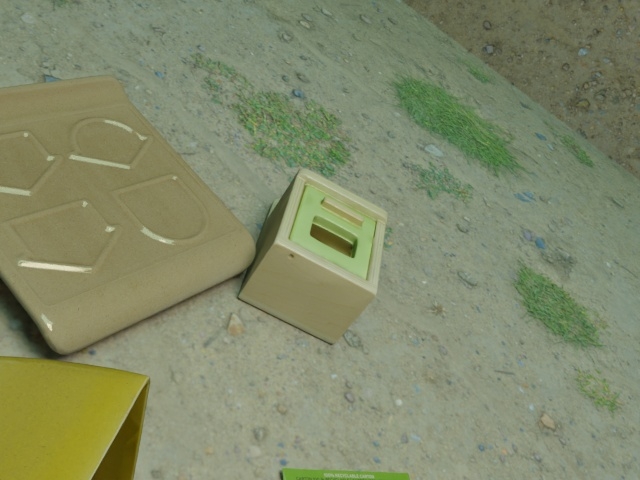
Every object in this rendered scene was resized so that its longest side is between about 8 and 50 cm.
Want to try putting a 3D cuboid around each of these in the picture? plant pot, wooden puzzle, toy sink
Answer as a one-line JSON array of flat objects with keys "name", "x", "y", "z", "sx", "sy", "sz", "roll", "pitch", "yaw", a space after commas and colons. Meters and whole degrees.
[{"name": "plant pot", "x": -0.267, "y": 0.208, "z": 0.520, "sx": 0.187, "sy": 0.212, "sz": 0.212, "roll": 20, "pitch": 38, "yaw": 1}, {"name": "wooden puzzle", "x": -0.294, "y": -0.046, "z": 0.870, "sx": 0.348, "sy": 0.080, "sz": 0.322, "roll": 50, "pitch": 40, "yaw": 12}, {"name": "toy sink", "x": 0.000, "y": 0.000, "z": 0.991, "sx": 0.152, "sy": 0.131, "sz": 0.234, "roll": 28, "pitch": 37, "yaw": -10}]

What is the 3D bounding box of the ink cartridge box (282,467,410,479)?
[{"name": "ink cartridge box", "x": 0.074, "y": 0.340, "z": 0.711, "sx": 0.188, "sy": 0.097, "sz": 0.255, "roll": 12, "pitch": 44, "yaw": -28}]
